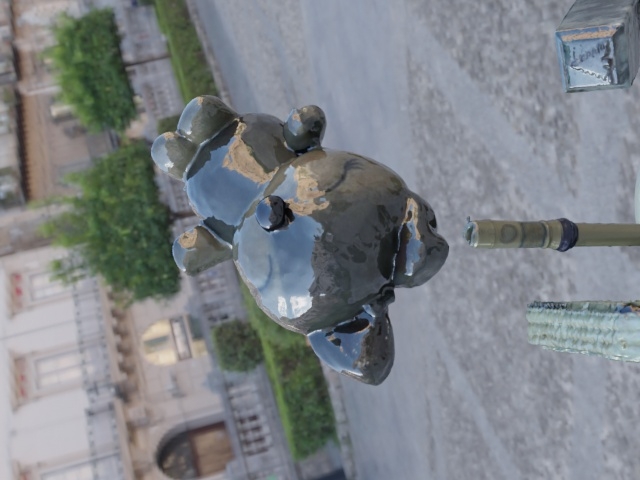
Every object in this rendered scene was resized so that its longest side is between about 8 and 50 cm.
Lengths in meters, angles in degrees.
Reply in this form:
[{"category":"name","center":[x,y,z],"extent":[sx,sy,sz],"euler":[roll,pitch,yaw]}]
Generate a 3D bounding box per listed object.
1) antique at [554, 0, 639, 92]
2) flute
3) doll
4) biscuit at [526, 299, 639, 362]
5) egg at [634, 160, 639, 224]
[{"category":"antique","center":[0.364,-0.260,1.205],"extent":[0.183,0.086,0.088],"euler":[-50,-49,-49]},{"category":"flute","center":[0.212,-0.004,0.680],"extent":[0.027,0.233,0.027],"euler":[180,90,-73]},{"category":"doll","center":[0.020,-0.028,1.163],"extent":[0.382,0.378,0.252],"euler":[42,119,23]},{"category":"biscuit","center":[0.273,0.070,0.728],"extent":[0.252,0.150,0.052],"euler":[159,110,-80]},{"category":"egg","center":[0.637,-0.082,1.462],"extent":[0.345,0.283,0.283],"euler":[-64,13,4]}]
